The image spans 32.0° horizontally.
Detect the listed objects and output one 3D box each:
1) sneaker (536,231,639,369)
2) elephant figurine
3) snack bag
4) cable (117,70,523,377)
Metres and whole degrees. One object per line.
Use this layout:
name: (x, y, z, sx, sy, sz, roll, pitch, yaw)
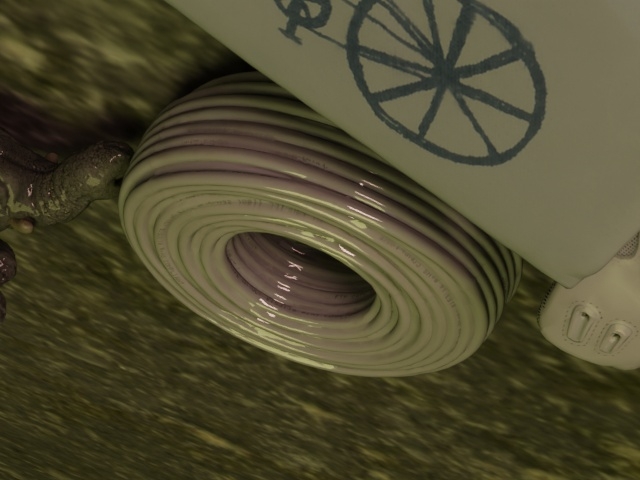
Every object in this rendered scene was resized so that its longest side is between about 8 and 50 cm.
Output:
sneaker: (0.234, 0.072, 0.554, 0.210, 0.137, 0.365, 13, 126, 34)
elephant figurine: (-0.270, -0.039, 0.798, 0.169, 0.186, 0.239, 61, 143, 18)
snack bag: (0.043, -0.160, 0.385, 0.323, 0.037, 0.342, 36, 143, 2)
cable: (0.000, 0.000, 0.707, 0.257, 0.089, 0.257, -11, 138, 45)
